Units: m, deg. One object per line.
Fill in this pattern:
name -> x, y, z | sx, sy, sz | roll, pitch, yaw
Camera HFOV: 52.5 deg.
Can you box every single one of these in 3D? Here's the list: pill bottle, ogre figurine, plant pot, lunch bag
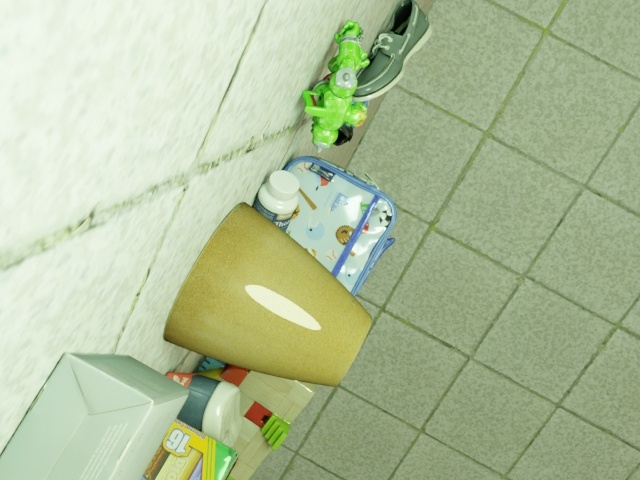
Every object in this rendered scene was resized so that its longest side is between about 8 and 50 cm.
pill bottle -> -0.074, -0.056, 1.061 | 0.067, 0.067, 0.120 | -60, 178, -43
ogre figurine -> 0.020, -0.216, 0.983 | 0.197, 0.097, 0.118 | -44, -153, 36
plant pot -> -0.062, 0.107, 0.969 | 0.237, 0.254, 0.237 | -60, 178, -4
lunch bag -> 0.000, 0.000, 1.207 | 0.303, 0.243, 0.115 | -61, 179, 8

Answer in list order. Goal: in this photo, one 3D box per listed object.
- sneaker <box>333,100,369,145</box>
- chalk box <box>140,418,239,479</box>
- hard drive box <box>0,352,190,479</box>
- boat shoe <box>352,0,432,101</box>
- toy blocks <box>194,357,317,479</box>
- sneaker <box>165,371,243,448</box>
sneaker -> 0.071, -0.296, 1.580 | 0.152, 0.058, 0.084 | -55, -169, 35
chalk box -> -0.274, 0.413, 0.952 | 0.288, 0.179, 0.180 | -59, 178, -32
hard drive box -> -0.222, 0.209, 0.627 | 0.181, 0.089, 0.232 | -61, 178, -12
boat shoe -> 0.153, -0.449, 1.523 | 0.319, 0.116, 0.099 | -53, 131, -27
toy blocks -> -0.194, 0.361, 1.486 | 0.381, 0.261, 0.191 | -55, -178, 13
sneaker -> -0.235, 0.344, 1.219 | 0.350, 0.148, 0.131 | 101, 10, -49
